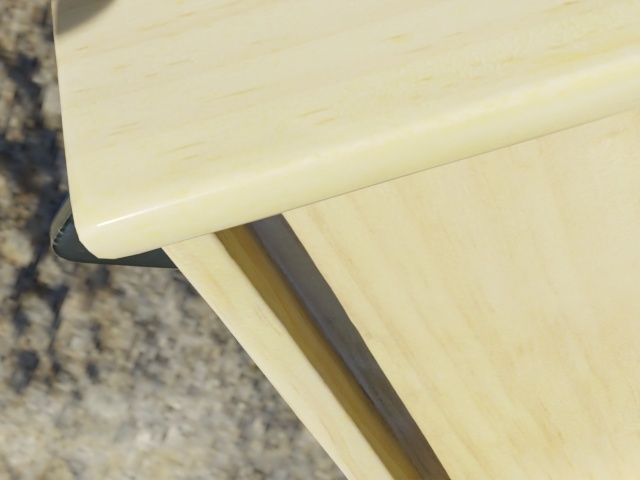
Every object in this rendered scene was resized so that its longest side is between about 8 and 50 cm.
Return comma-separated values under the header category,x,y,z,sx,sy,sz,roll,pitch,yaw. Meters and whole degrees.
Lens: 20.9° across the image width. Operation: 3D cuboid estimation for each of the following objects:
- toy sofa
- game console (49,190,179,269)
category,x,y,z,sx,sy,sz,roll,pitch,yaw
toy sofa,0.053,-0.014,0.518,0.362,0.150,0.177,58,19,-58
game console,0.000,0.000,1.075,0.250,0.293,0.173,4,56,-28
